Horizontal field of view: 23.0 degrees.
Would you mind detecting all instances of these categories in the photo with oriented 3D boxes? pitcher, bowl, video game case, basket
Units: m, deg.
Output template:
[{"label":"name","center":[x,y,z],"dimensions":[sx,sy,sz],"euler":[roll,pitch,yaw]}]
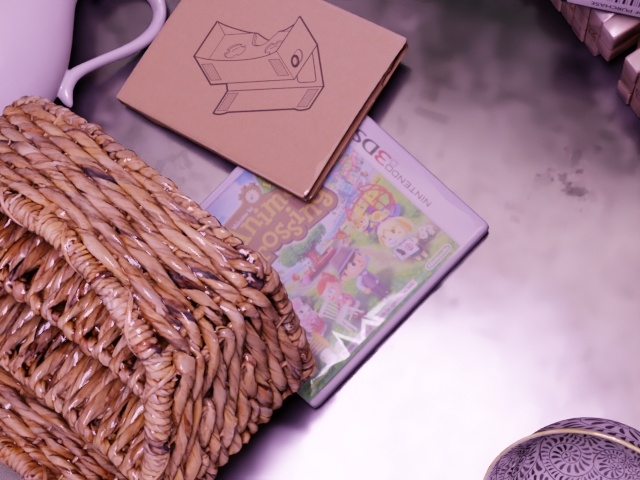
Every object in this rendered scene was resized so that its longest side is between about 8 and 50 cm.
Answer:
[{"label":"pitcher","center":[-0.244,-0.170,1.352],"dimensions":[0.178,0.125,0.207],"euler":[27,69,-4]},{"label":"bowl","center":[0.214,0.194,1.216],"dimensions":[0.170,0.080,0.170],"euler":[11,123,17]},{"label":"video game case","center":[0.000,0.000,1.327],"dimensions":[0.193,0.023,0.212],"euler":[43,85,13]},{"label":"basket","center":[-0.190,0.057,1.188],"dimensions":[0.299,0.213,0.223],"euler":[35,71,29]}]

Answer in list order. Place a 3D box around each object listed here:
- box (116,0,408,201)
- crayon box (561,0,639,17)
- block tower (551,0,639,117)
[{"label":"box","center":[-0.051,-0.145,1.351],"dimensions":[0.201,0.021,0.164],"euler":[28,79,21]},{"label":"crayon box","center":[0.399,-0.307,1.242],"dimensions":[0.363,0.106,0.313],"euler":[13,69,5]},{"label":"block tower","center":[0.274,-0.175,1.304],"dimensions":[0.091,0.097,0.335],"euler":[-33,77,-2]}]
